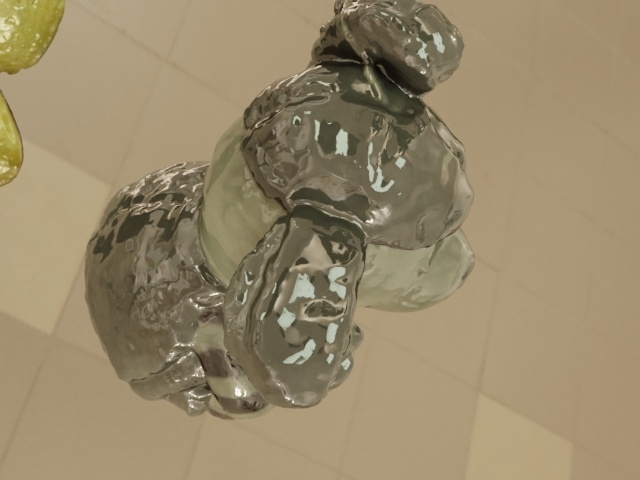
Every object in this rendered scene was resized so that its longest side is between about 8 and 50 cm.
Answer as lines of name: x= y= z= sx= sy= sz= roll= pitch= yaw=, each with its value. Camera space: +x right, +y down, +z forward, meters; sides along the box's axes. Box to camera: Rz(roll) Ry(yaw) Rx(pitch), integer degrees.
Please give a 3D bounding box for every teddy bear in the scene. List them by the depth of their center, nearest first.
teddy bear: x=-0.011 y=0.015 z=0.483 sx=0.144 sy=0.251 sz=0.171 roll=32 pitch=57 yaw=-26

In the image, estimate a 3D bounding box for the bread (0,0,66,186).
bread: x=-0.205 y=-0.114 z=0.534 sx=0.065 sy=0.150 sz=0.187 roll=-45 pitch=126 yaw=-69
